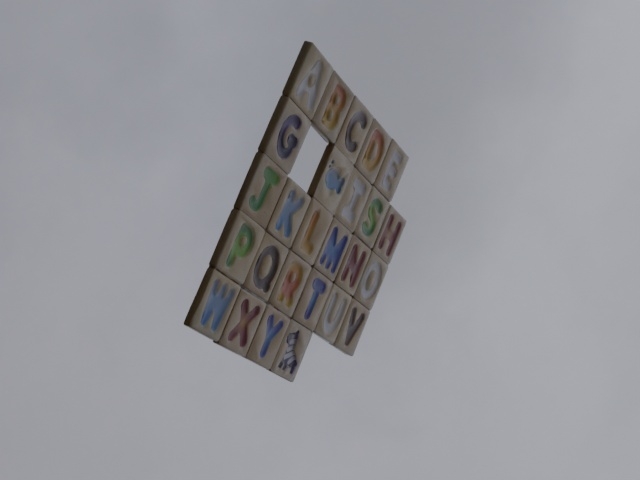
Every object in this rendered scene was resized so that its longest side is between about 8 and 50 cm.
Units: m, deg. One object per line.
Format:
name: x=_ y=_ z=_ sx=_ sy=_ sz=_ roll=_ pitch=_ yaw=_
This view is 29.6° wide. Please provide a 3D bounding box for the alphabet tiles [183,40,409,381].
alphabet tiles: x=0.000 y=0.000 z=0.858 sx=0.009 sy=0.237 sz=0.198 roll=17 pitch=-101 yaw=28
